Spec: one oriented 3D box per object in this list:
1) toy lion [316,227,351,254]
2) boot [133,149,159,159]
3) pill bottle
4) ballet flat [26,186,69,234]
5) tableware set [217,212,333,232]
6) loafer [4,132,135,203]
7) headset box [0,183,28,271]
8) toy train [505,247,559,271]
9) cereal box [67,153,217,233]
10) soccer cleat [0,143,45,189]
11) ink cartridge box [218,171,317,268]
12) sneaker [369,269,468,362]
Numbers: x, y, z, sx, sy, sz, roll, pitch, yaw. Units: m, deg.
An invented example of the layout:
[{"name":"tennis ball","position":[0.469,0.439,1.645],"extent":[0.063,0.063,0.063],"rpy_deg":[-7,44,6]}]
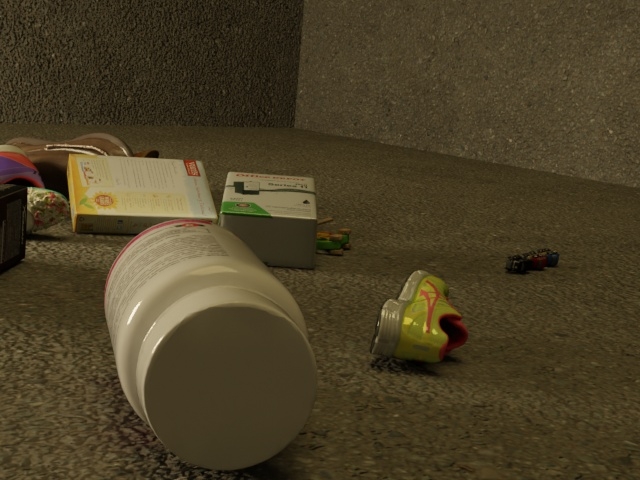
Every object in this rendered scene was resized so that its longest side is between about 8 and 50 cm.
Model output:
[{"name":"toy lion","position":[0.000,0.000,1.778],"extent":[0.096,0.034,0.100],"rpy_deg":[0,9,14]},{"name":"boot","position":[-0.432,-0.141,2.100],"extent":[0.220,0.109,0.283],"rpy_deg":[5,8,-6]},{"name":"pill bottle","position":[-0.101,0.082,0.918],"extent":[0.160,0.160,0.283],"rpy_deg":[2,10,-15]},{"name":"ballet flat","position":[-0.518,-0.040,1.662],"extent":[0.241,0.091,0.077],"rpy_deg":[3,40,11]},{"name":"tableware set","position":[-0.082,-0.025,1.851],"extent":[0.128,0.039,0.194],"rpy_deg":[22,22,29]},{"name":"loafer","position":[-0.496,-0.118,1.981],"extent":[0.366,0.134,0.130],"rpy_deg":[1,24,33]},{"name":"headset box","position":[-0.529,-0.010,1.350],"extent":[0.218,0.110,0.293],"rpy_deg":[5,10,2]},{"name":"toy train","position":[0.359,0.034,1.760],"extent":[0.036,0.027,0.158],"rpy_deg":[17,16,36]},{"name":"cereal box","position":[-0.309,-0.079,1.818],"extent":[0.240,0.047,0.173],"rpy_deg":[3,39,-19]},{"name":"soccer cleat","position":[-0.620,-0.088,1.789],"extent":[0.318,0.108,0.116],"rpy_deg":[-15,50,-45]},{"name":"ink cartridge box","position":[-0.083,-0.037,1.682],"extent":[0.153,0.087,0.208],"rpy_deg":[4,20,-4]},{"name":"sneaker","position":[0.126,0.096,1.208],"extent":[0.094,0.081,0.208],"rpy_deg":[15,19,15]}]
